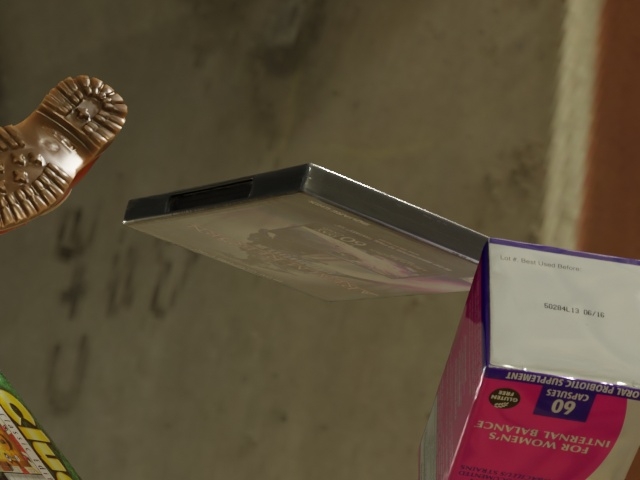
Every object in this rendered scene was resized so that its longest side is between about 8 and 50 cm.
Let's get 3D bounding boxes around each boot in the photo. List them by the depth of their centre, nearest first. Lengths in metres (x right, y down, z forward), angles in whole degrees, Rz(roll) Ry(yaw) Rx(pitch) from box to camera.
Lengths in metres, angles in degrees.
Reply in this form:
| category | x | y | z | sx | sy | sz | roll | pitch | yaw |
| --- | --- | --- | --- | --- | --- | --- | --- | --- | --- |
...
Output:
| category | x | y | z | sx | sy | sz | roll | pitch | yaw |
| --- | --- | --- | --- | --- | --- | --- | --- | --- | --- |
| boot | -0.177 | -0.030 | 1.109 | 0.084 | 0.059 | 0.158 | -49 | 176 | 38 |

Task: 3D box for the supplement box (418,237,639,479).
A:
| category | x | y | z | sx | sy | sz | roll | pitch | yaw |
| --- | --- | --- | --- | --- | --- | --- | --- | --- | --- |
| supplement box | 0.136 | 0.118 | 1.235 | 0.220 | 0.111 | 0.114 | 103 | -6 | -46 |

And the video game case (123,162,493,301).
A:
| category | x | y | z | sx | sy | sz | roll | pitch | yaw |
| --- | --- | --- | --- | --- | --- | --- | --- | --- | --- |
| video game case | 0.000 | 0.000 | 1.390 | 0.274 | 0.196 | 0.026 | -9 | -117 | 58 |

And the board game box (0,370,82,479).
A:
| category | x | y | z | sx | sy | sz | roll | pitch | yaw |
| --- | --- | --- | --- | --- | --- | --- | --- | --- | --- |
| board game box | -0.206 | 0.143 | 1.249 | 0.030 | 0.136 | 0.260 | -42 | -108 | 5 |
